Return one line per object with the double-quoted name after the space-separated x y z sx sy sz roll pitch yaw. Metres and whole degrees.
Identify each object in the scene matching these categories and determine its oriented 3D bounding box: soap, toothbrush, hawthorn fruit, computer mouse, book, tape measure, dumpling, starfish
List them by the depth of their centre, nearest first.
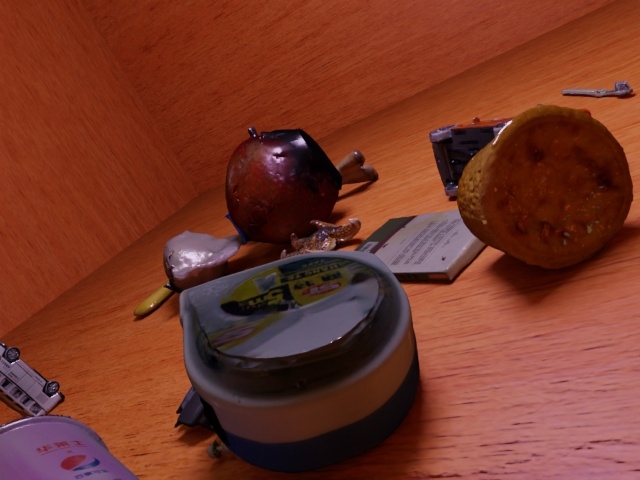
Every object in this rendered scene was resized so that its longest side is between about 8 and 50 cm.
-0.024 0.120 0.584 0.260 0.138 0.262 -18 24 -6 "tape measure"
-0.123 0.189 0.757 0.231 0.071 0.126 -33 17 -11 "computer mouse"
0.167 0.006 0.906 0.201 0.026 0.290 -39 19 -30 "book"
0.002 0.001 1.142 0.238 0.071 0.216 -29 18 36 "starfish"
0.644 -0.352 1.211 0.026 0.028 0.294 -26 11 6 "toothbrush"
-0.095 -0.137 1.317 0.316 0.315 0.316 -26 16 8 "hawthorn fruit"
-0.311 0.064 1.360 0.205 0.163 0.293 3 9 -14 "dumpling"
-0.467 0.163 1.470 0.089 0.033 0.168 -14 21 35 "soap"

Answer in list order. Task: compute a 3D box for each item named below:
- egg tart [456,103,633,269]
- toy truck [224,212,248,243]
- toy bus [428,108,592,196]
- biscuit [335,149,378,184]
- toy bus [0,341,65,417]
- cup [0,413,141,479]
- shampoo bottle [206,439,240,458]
0.274 -0.068 0.677 0.203 0.202 0.147 -31 8 -7 "egg tart"
-0.204 -0.064 1.585 0.208 0.113 0.126 -10 26 50 "toy truck"
0.335 -0.159 0.944 0.153 0.142 0.329 -22 14 -13 "toy bus"
0.050 -0.185 1.491 0.208 0.164 0.047 -21 61 19 "biscuit"
-0.648 0.299 1.089 0.087 0.193 0.089 -13 31 42 "toy bus"
-0.218 0.286 0.455 0.289 0.202 0.203 -3 29 43 "cup"
-0.075 0.233 0.613 0.141 0.034 0.049 -25 25 14 "shampoo bottle"
